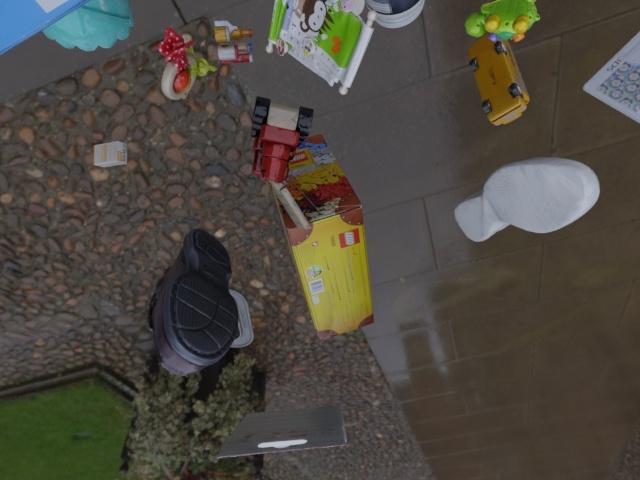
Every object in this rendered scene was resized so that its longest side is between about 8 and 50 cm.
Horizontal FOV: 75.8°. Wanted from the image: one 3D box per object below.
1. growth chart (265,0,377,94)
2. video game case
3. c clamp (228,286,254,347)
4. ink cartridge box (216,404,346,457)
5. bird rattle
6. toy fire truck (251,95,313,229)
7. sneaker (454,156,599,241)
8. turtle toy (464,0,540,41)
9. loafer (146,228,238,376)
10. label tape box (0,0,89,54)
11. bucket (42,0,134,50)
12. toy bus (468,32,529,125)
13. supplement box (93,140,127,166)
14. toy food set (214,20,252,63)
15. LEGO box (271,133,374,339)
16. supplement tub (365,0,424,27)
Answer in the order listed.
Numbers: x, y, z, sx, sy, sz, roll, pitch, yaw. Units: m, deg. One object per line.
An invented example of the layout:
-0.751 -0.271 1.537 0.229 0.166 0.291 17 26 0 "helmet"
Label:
-0.008 -0.374 0.729 0.021 0.237 0.171 -31 151 -36 "growth chart"
0.547 -0.263 0.663 0.143 0.157 0.019 -46 152 12 "video game case"
-0.182 0.139 0.702 0.138 0.022 0.160 7 124 4 "c clamp"
-0.039 0.257 0.527 0.146 0.045 0.179 -5 173 0 "ink cartridge box"
-0.458 -0.566 1.374 0.143 0.253 0.206 26 106 -6 "bird rattle"
-0.087 -0.159 0.906 0.159 0.217 0.245 10 92 -11 "toy fire truck"
0.232 -0.057 0.456 0.094 0.080 0.212 -29 179 -9 "sneaker"
0.336 -0.410 0.765 0.130 0.095 0.066 15 161 24 "turtle toy"
-0.183 0.087 0.575 0.095 0.302 0.109 -44 116 11 "loafer"
-0.403 -0.432 0.621 0.241 0.333 0.105 -24 136 9 "label tape box"
-0.685 -0.702 1.155 0.282 0.280 0.183 7 162 -12 "bucket"
0.570 -0.517 1.315 0.130 0.332 0.108 17 148 -39 "toy bus"
-0.622 -0.254 1.218 0.099 0.062 0.036 -2 176 22 "supplement box"
-0.251 -0.588 1.223 0.105 0.232 0.111 -7 113 -8 "toy food set"
0.000 0.000 1.258 0.193 0.372 0.499 -17 135 -5 "LEGO box"
0.202 -0.756 1.152 0.191 0.190 0.272 -19 167 13 "supplement tub"
